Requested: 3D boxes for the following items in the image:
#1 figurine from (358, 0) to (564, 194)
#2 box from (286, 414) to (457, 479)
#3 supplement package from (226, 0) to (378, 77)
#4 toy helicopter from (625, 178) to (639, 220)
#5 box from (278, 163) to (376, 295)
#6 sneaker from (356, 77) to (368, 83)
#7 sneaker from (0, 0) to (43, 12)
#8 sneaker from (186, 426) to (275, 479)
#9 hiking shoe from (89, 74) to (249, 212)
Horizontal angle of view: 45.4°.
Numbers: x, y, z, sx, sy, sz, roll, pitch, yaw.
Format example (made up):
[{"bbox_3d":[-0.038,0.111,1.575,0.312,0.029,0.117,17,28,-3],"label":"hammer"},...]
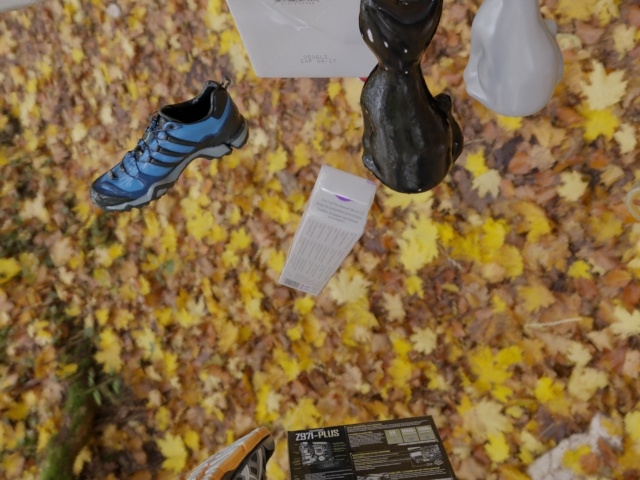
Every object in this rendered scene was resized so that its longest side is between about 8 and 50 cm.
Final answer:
[{"bbox_3d":[0.123,-0.170,0.647,0.092,0.215,0.209,46,164,30],"label":"figurine"},{"bbox_3d":[0.055,0.279,0.866,0.147,0.180,0.077,-106,11,-68],"label":"box"},{"bbox_3d":[0.010,-0.363,0.914,0.177,0.293,0.175,2,152,14],"label":"supplement package"},{"bbox_3d":[0.617,0.026,1.152,0.355,0.140,0.235,41,153,-1],"label":"toy helicopter"},{"bbox_3d":[0.000,0.000,0.949,0.067,0.063,0.324,18,162,-2],"label":"box"},{"bbox_3d":[0.083,-0.353,1.435,0.067,0.042,0.118,25,133,64],"label":"sneaker"},{"bbox_3d":[-0.250,-0.123,0.267,0.292,0.169,0.108,-12,86,13],"label":"sneaker"},{"bbox_3d":[-0.095,0.268,0.793,0.084,0.215,0.083,-38,90,24],"label":"sneaker"},{"bbox_3d":[-0.275,-0.168,1.317,0.113,0.304,0.132,46,165,40],"label":"hiking shoe"}]
